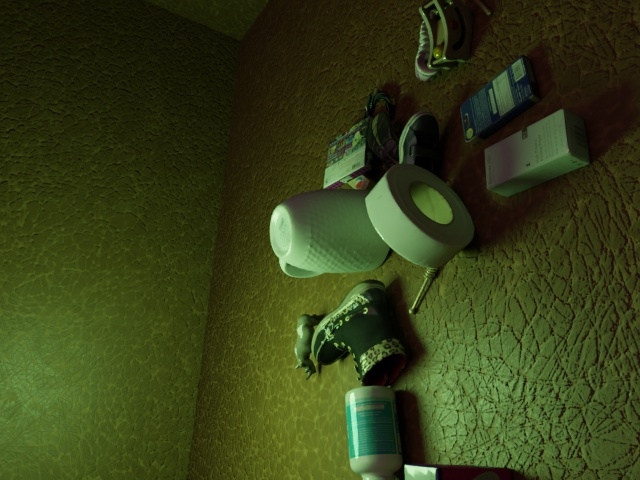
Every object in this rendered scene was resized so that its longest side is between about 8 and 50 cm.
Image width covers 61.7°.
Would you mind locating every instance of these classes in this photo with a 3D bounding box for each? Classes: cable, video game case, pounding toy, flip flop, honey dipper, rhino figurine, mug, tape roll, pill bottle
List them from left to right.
[{"bbox_3d":[-0.045,0.383,1.948,0.073,0.106,0.244,-21,59,57],"label":"rhino figurine"},{"bbox_3d":[0.000,0.000,1.762,0.374,0.327,0.276,-59,42,43],"label":"mug"},{"bbox_3d":[0.104,-0.310,1.939,0.232,0.041,0.210,-24,51,48],"label":"video game case"},{"bbox_3d":[0.149,0.550,1.485,0.146,0.146,0.264,-40,44,47],"label":"pill bottle"},{"bbox_3d":[0.203,-0.463,1.937,0.151,0.047,0.184,-65,31,20],"label":"cable"},{"bbox_3d":[0.243,-0.312,1.780,0.112,0.080,0.277,-50,53,32],"label":"flip flop"},{"bbox_3d":[0.262,-0.070,1.409,0.100,0.286,0.286,-50,38,39],"label":"tape roll"},{"bbox_3d":[0.290,0.142,1.535,0.161,0.030,0.030,-68,29,20],"label":"honey dipper"},{"bbox_3d":[0.391,-0.648,1.568,0.154,0.154,0.270,-9,71,60],"label":"pounding toy"}]

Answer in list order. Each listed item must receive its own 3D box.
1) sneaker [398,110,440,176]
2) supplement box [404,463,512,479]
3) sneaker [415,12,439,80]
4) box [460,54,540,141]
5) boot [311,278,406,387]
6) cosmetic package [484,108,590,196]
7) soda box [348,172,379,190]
[{"bbox_3d":[0.293,-0.214,1.589,0.127,0.126,0.321,-125,44,-60],"label":"sneaker"},{"bbox_3d":[0.298,0.541,1.145,0.114,0.219,0.111,-29,53,55],"label":"supplement box"},{"bbox_3d":[0.349,-0.609,1.702,0.104,0.095,0.237,87,-161,-75],"label":"sneaker"},{"bbox_3d":[0.470,-0.367,1.424,0.225,0.036,0.137,-35,48,49],"label":"box"},{"bbox_3d":[0.113,0.340,1.664,0.377,0.138,0.284,-52,36,28],"label":"boot"},{"bbox_3d":[0.498,-0.198,1.252,0.231,0.085,0.118,-27,54,53],"label":"cosmetic package"},{"bbox_3d":[0.148,-0.211,1.913,0.061,0.058,0.181,-67,30,17],"label":"soda box"}]
